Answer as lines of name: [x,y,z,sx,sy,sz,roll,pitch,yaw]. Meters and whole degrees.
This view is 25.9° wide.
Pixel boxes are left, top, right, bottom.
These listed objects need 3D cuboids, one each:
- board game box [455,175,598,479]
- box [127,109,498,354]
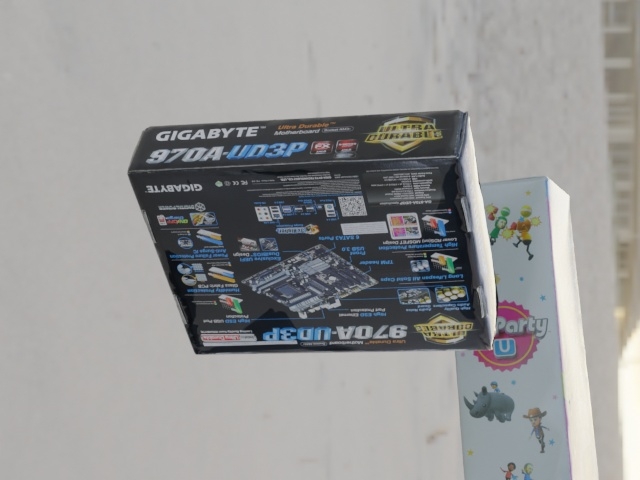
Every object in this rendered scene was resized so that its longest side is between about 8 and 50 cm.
board game box: [0.188,0.104,1.277,0.224,0.097,0.304,9,75,-74]
box: [0.000,0.000,0.929,0.051,0.220,0.175,-77,158,-45]
